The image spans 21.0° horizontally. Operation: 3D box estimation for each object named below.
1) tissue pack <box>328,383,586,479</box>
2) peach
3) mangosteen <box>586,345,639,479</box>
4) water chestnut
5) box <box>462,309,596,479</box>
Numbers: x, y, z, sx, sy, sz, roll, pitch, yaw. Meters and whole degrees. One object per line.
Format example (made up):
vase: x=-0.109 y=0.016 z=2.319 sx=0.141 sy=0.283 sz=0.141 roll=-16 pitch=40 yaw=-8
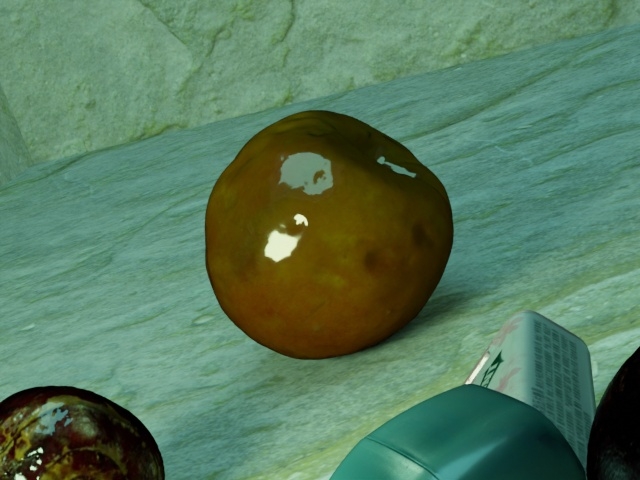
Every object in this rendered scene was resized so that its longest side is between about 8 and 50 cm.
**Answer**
tissue pack: x=0.122 y=0.273 z=1.330 sx=0.206 sy=0.287 sz=0.198 roll=-33 pitch=21 yaw=-15
peach: x=0.000 y=0.000 z=2.310 sx=0.302 sy=0.342 sz=0.343 roll=-61 pitch=5 yaw=19
mangosteen: x=0.357 y=0.157 z=1.377 sx=0.296 sy=0.314 sz=0.297 roll=-6 pitch=2 yaw=0
water chestnut: x=-0.295 y=0.268 z=1.963 sx=0.223 sy=0.224 sz=0.238 roll=-23 pitch=2 yaw=-10
box: x=0.182 y=0.219 z=1.629 sx=0.190 sy=0.112 sz=0.370 roll=-60 pitch=5 yaw=21
